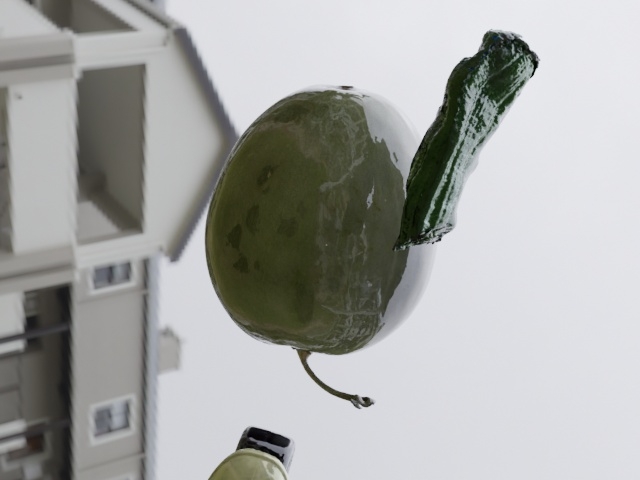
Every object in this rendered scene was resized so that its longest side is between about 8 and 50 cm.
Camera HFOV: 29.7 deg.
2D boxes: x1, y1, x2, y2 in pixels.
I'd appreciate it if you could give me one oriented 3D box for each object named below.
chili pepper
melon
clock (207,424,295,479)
[{"bbox_3d":[0.122,-0.087,1.088,0.061,0.098,0.224,28,-90,25],"label":"chili pepper"},{"bbox_3d":[0.004,-0.015,1.319,0.272,0.272,0.308,23,-99,53],"label":"melon"},{"bbox_3d":[-0.105,0.363,1.060,0.276,0.120,0.378,-12,116,-86],"label":"clock"}]
